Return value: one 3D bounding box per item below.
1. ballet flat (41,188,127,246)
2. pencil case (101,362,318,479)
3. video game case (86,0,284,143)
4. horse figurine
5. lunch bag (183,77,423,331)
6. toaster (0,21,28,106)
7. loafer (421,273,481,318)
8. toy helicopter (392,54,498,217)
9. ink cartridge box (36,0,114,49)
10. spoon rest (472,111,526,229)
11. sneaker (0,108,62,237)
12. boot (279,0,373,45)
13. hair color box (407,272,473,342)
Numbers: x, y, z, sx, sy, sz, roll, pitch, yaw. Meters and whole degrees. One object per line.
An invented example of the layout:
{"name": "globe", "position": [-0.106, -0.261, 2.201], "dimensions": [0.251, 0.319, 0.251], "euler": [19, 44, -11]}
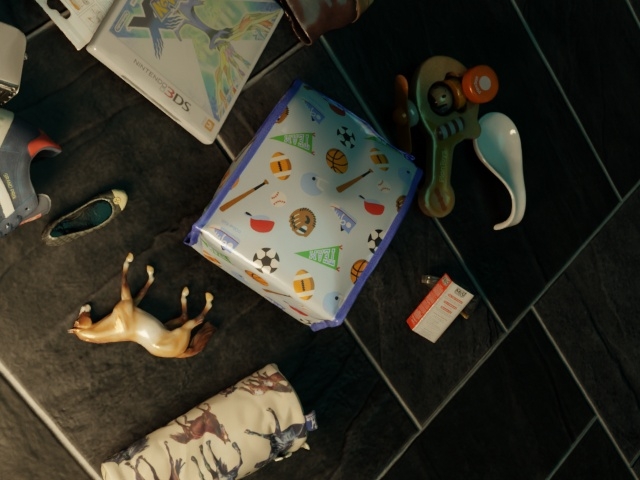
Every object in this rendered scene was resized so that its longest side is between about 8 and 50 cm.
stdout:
{"name": "ballet flat", "position": [-0.416, -0.039, 1.521], "dimensions": [0.173, 0.049, 0.058], "euler": [-35, 107, -26]}
{"name": "pencil case", "position": [-0.207, 0.396, 1.567], "dimensions": [0.410, 0.160, 0.184], "euler": [-26, 87, -28]}
{"name": "video game case", "position": [-0.241, -0.400, 1.606], "dimensions": [0.300, 0.036, 0.329], "euler": [38, 70, -38]}
{"name": "horse figurine", "position": [-0.307, 0.145, 1.571], "dimensions": [0.263, 0.066, 0.175], "euler": [30, 68, -24]}
{"name": "lunch bag", "position": [-0.020, -0.073, 1.620], "dimensions": [0.327, 0.239, 0.386], "euler": [34, 74, -10]}
{"name": "toaster", "position": [-0.579, -0.293, 1.368], "dimensions": [0.185, 0.168, 0.110], "euler": [16, 78, -30]}
{"name": "loafer", "position": [0.293, 0.125, 1.926], "dimensions": [0.170, 0.062, 0.061], "euler": [26, 81, -26]}
{"name": "toy helicopter", "position": [0.250, -0.229, 1.870], "dimensions": [0.234, 0.140, 0.355], "euler": [4, 89, -28]}
{"name": "ink cartridge box", "position": [-0.418, -0.476, 1.535], "dimensions": [0.225, 0.056, 0.181], "euler": [-47, 111, -19]}
{"name": "spoon rest", "position": [0.430, -0.165, 2.000], "dimensions": [0.137, 0.084, 0.277], "euler": [-16, 97, -30]}
{"name": "sneaker", "position": [-0.536, -0.037, 1.404], "dimensions": [0.148, 0.131, 0.350], "euler": [26, 77, -26]}
{"name": "boot", "position": [-0.005, -0.552, 1.752], "dimensions": [0.206, 0.090, 0.249], "euler": [-37, 110, -28]}
{"name": "hair color box", "position": [0.264, 0.150, 1.880], "dimensions": [0.072, 0.043, 0.141], "euler": [32, 105, -26]}
